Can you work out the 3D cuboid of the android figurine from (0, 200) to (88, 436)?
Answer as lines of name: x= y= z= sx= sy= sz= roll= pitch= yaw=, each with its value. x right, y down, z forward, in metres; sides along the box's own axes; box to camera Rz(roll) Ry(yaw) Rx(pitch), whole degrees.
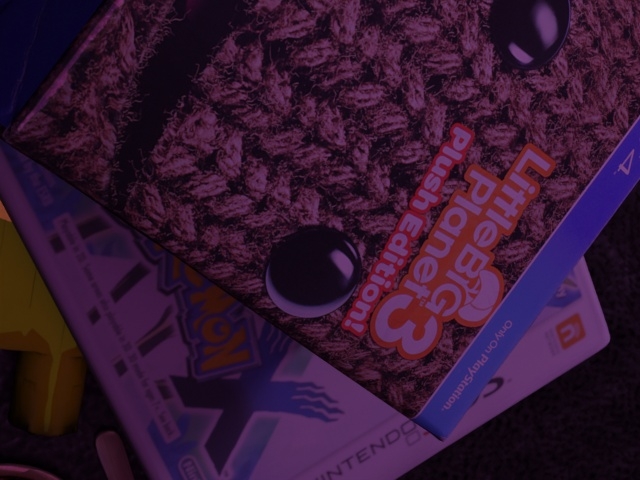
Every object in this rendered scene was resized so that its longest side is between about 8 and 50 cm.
android figurine: x=-0.175 y=-0.028 z=0.868 sx=0.248 sy=0.056 sz=0.273 roll=6 pitch=102 yaw=-17

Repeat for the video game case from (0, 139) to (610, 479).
video game case: x=0.000 y=0.000 z=0.895 sx=0.300 sy=0.036 sz=0.329 roll=-30 pitch=117 yaw=-14

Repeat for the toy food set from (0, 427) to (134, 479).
toy food set: x=-0.188 y=0.197 z=0.929 sx=0.192 sy=0.038 sz=0.132 roll=-21 pitch=108 yaw=-10

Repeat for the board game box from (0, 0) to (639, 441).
board game box: x=0.004 y=-0.082 z=0.752 sx=0.291 sy=0.141 sz=0.232 roll=36 pitch=90 yaw=-36
